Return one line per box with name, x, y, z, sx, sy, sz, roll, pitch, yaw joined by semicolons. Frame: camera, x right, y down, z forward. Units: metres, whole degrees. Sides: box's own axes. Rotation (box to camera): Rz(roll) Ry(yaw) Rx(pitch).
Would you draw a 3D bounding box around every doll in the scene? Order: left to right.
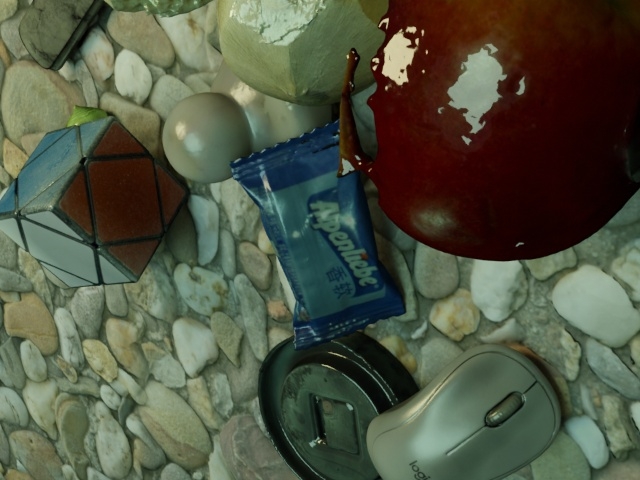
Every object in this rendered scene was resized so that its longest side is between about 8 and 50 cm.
doll;-0.115;-0.169;1.414;0.251;0.221;0.221;-17;99;43

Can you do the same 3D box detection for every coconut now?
coconut;-0.412;-0.197;1.740;0.088;0.088;0.096;-26;98;44
coconut;-0.009;-0.286;1.230;0.245;0.245;0.247;-28;57;44

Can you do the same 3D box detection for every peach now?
peach;0.218;-0.160;1.049;0.310;0.335;0.406;27;119;29

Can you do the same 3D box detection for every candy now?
candy;0.000;0.000;1.414;0.187;0.077;0.331;-19;118;3

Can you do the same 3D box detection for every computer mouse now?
computer mouse;0.188;0.272;1.385;0.297;0.121;0.184;-34;90;30

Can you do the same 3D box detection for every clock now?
clock;0.036;0.289;1.603;0.319;0.066;0.319;18;121;34

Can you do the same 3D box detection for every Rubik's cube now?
Rubik's cube;-0.389;-0.060;1.653;0.205;0.205;0.207;-5;140;42

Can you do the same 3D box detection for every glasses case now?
glasses case;-0.421;-0.416;1.657;0.114;0.060;0.299;55;134;5

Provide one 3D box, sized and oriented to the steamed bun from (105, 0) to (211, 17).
steamed bun;-0.234;-0.452;1.339;0.273;0.290;0.272;31;136;48
